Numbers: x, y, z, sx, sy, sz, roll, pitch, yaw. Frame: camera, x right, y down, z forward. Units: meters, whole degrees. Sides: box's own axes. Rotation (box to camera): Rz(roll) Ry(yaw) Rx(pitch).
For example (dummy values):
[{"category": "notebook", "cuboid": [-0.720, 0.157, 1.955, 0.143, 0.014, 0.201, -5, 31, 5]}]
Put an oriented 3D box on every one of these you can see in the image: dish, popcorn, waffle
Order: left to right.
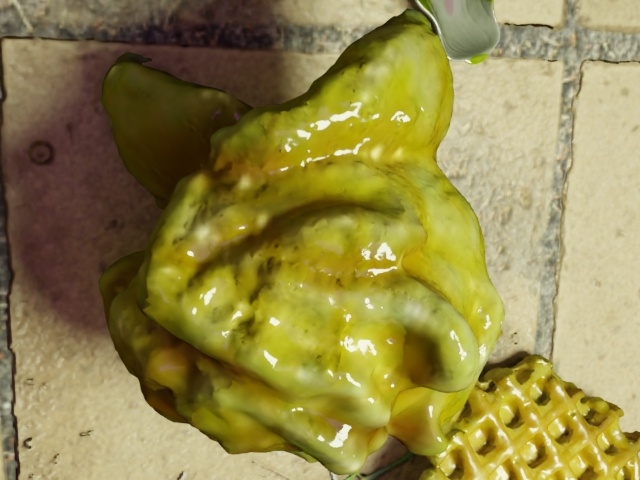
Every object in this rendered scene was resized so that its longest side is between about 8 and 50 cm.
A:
[{"category": "popcorn", "cuboid": [-0.008, -0.002, 0.596, 0.321, 0.290, 0.325, 30, 112, -25]}, {"category": "dish", "cuboid": [0.107, -0.215, 0.707, 0.091, 0.039, 0.137, -24, 111, -17]}, {"category": "waffle", "cuboid": [0.204, 0.250, 0.802, 0.291, 0.051, 0.291, 5, 78, -22]}]
